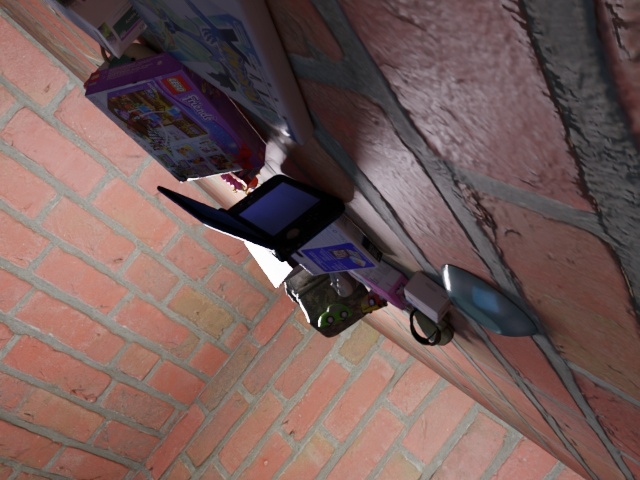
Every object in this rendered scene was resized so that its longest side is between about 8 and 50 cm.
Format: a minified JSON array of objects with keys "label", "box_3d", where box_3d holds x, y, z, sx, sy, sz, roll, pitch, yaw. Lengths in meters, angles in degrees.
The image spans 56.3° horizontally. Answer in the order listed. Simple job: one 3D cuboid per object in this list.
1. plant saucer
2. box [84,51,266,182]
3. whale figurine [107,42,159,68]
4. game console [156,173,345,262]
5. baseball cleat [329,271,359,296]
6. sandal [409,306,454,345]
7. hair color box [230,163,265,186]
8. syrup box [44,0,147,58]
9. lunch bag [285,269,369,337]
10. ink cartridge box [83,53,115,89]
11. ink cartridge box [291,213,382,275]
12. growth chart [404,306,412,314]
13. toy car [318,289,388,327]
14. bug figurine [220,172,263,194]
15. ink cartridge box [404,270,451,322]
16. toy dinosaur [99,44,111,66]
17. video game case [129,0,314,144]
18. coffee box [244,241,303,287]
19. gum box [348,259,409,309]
[{"label":"plant saucer","box_3d":[0.279,0.116,1.035,0.195,0.037,0.195,37,173,6]},{"label":"box","box_3d":[-0.256,-0.219,1.113,0.201,0.057,0.293,-7,152,21]},{"label":"whale figurine","box_3d":[-0.341,-0.279,1.245,0.216,0.141,0.272,36,169,20]},{"label":"game console","box_3d":[-0.142,-0.085,1.192,0.293,0.250,0.173,30,154,53]},{"label":"baseball cleat","box_3d":[0.053,0.049,1.626,0.072,0.109,0.205,6,120,47]},{"label":"sandal","box_3d":[0.267,0.216,1.520,0.120,0.086,0.303,36,172,24]},{"label":"hair color box","box_3d":[-0.205,-0.196,1.388,0.141,0.072,0.043,36,173,19]},{"label":"syrup box","box_3d":[-0.377,-0.396,0.910,0.237,0.093,0.096,38,173,8]},{"label":"lunch bag","box_3d":[0.014,0.139,1.888,0.256,0.213,0.305,58,-178,24]},{"label":"ink cartridge box","box_3d":[-0.517,-0.384,1.603,0.198,0.115,0.067,42,171,-19]},{"label":"ink cartridge box","box_3d":[0.000,0.000,1.344,0.208,0.045,0.206,-12,137,42]},{"label":"growth chart","box_3d":[0.185,0.148,1.776,0.172,0.021,0.237,32,170,47]},{"label":"toy car","box_3d":[0.094,0.179,1.646,0.239,0.225,0.053,103,147,-73]},{"label":"bug figurine","box_3d":[-0.212,-0.163,1.625,0.216,0.072,0.279,36,173,20]},{"label":"ink cartridge box","box_3d":[0.228,0.121,1.266,0.088,0.052,0.122,37,171,20]},{"label":"toy dinosaur","box_3d":[-0.466,-0.399,1.498,0.268,0.064,0.118,44,179,-15]},{"label":"video game case","box_3d":[-0.157,-0.278,0.765,0.300,0.036,0.329,37,173,18]},{"label":"coffee box","box_3d":[-0.099,0.006,1.587,0.168,0.119,0.297,55,163,3]},{"label":"gum box","box_3d":[0.139,0.088,1.458,0.188,0.062,0.107,34,171,38]}]
